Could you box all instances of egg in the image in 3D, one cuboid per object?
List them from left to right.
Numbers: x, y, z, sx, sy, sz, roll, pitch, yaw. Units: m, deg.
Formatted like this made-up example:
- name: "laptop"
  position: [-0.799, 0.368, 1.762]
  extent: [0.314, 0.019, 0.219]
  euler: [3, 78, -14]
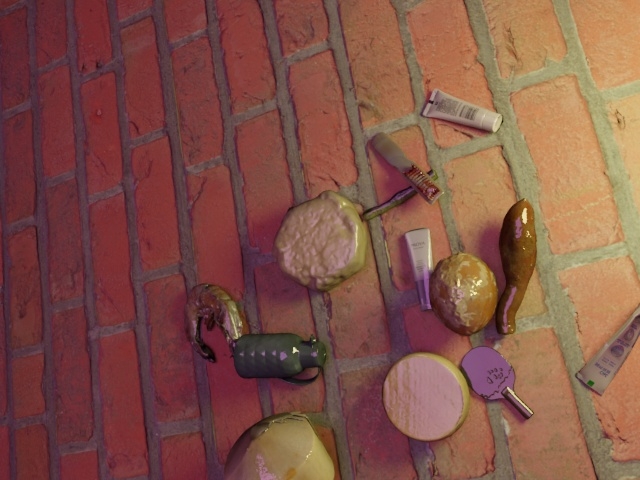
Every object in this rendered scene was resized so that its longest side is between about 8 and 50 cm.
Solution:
- name: "egg"
  position: [0.399, 0.150, 1.503]
  extent: [0.195, 0.195, 0.233]
  euler: [-18, 72, 19]

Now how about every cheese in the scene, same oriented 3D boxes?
- name: "cheese"
  position: [0.000, 0.000, 1.738]
  extent: [0.318, 0.115, 0.326]
  euler: [13, 85, 24]

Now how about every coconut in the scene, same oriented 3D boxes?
- name: "coconut"
  position: [-0.125, 0.657, 1.569]
  extent: [0.323, 0.323, 0.322]
  euler: [-4, 80, 22]

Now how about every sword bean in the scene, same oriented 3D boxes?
- name: "sword bean"
  position: [0.250, -0.139, 1.697]
  extent: [0.269, 0.038, 0.043]
  euler: [-31, 59, 15]

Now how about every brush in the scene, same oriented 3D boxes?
- name: "brush"
  position: [0.261, -0.236, 1.677]
  extent: [0.060, 0.050, 0.321]
  euler: [-45, 57, 12]

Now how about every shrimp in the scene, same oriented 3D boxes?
- name: "shrimp"
  position: [-0.366, 0.311, 1.861]
  extent: [0.247, 0.085, 0.360]
  euler: [-47, 64, 19]

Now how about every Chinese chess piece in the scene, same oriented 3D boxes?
- name: "Chinese chess piece"
  position: [0.302, 0.447, 1.546]
  extent: [0.251, 0.097, 0.250]
  euler: [-4, 81, 23]

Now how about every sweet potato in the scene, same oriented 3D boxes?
- name: "sweet potato"
  position: [0.548, 0.073, 1.506]
  extent: [0.109, 0.109, 0.384]
  euler: [7, 96, 23]

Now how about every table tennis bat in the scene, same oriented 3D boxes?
- name: "table tennis bat"
  position: [0.501, 0.404, 1.514]
  extent: [0.131, 0.022, 0.234]
  euler: [-46, 65, 8]

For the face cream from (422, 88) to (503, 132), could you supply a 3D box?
- name: "face cream"
  position: [0.438, -0.394, 1.656]
  extent: [0.244, 0.058, 0.092]
  euler: [28, 98, 30]

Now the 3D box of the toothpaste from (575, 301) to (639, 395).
- name: "toothpaste"
  position: [0.790, 0.263, 1.402]
  extent: [0.075, 0.048, 0.300]
  euler: [31, 102, -4]

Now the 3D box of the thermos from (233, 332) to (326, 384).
- name: "thermos"
  position: [-0.121, 0.381, 1.714]
  extent: [0.287, 0.145, 0.182]
  euler: [-4, 111, 21]

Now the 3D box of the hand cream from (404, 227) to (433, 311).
- name: "hand cream"
  position: [0.311, 0.087, 1.627]
  extent: [0.080, 0.048, 0.255]
  euler: [-13, 76, 22]
